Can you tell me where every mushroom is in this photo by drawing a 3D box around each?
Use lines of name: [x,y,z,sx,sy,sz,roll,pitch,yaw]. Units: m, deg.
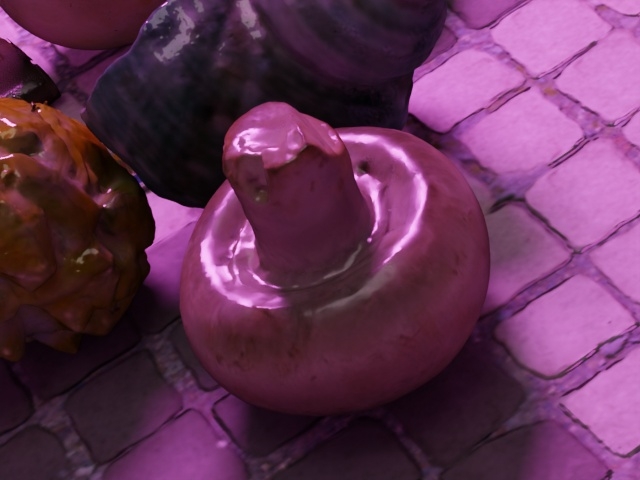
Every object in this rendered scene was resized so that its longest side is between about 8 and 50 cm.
mushroom: [0.000,0.000,1.168,0.204,0.204,0.204,-14,41,13]

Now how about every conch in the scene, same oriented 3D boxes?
conch: [-0.017,-0.131,1.302,0.277,0.220,0.195,-29,55,27]

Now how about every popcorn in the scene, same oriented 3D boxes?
popcorn: [-0.219,0.001,1.292,0.198,0.198,0.212,17,62,38]

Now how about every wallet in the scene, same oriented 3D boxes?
wallet: [-0.317,-0.090,1.551,0.198,0.031,0.110,-35,41,-13]

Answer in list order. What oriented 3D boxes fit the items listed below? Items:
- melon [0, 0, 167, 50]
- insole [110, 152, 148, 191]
melon: [-0.139,-0.290,1.529,0.317,0.223,0.223,-39,42,-17]
insole: [-0.160,-0.047,1.446,0.193,0.006,0.065,-28,40,-4]
